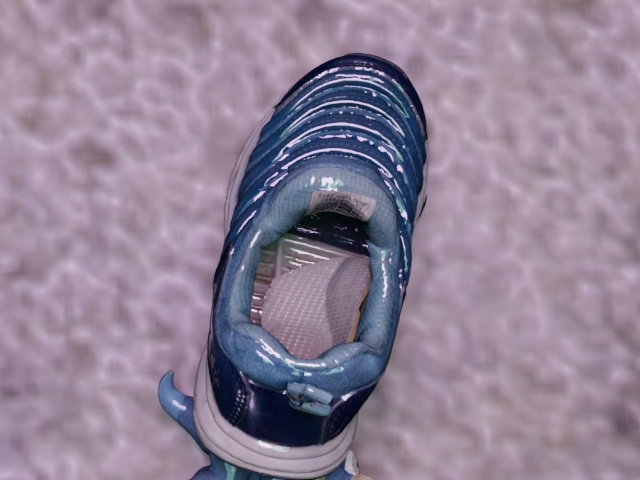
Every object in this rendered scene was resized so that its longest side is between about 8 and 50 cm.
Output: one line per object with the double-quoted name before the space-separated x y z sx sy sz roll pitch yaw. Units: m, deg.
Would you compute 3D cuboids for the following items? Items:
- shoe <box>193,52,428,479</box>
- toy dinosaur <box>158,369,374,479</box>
"shoe" 0.000 0.000 0.607 0.063 0.071 0.143 17 62 -4
"toy dinosaur" -0.017 0.071 0.628 0.083 0.030 0.047 24 85 0
